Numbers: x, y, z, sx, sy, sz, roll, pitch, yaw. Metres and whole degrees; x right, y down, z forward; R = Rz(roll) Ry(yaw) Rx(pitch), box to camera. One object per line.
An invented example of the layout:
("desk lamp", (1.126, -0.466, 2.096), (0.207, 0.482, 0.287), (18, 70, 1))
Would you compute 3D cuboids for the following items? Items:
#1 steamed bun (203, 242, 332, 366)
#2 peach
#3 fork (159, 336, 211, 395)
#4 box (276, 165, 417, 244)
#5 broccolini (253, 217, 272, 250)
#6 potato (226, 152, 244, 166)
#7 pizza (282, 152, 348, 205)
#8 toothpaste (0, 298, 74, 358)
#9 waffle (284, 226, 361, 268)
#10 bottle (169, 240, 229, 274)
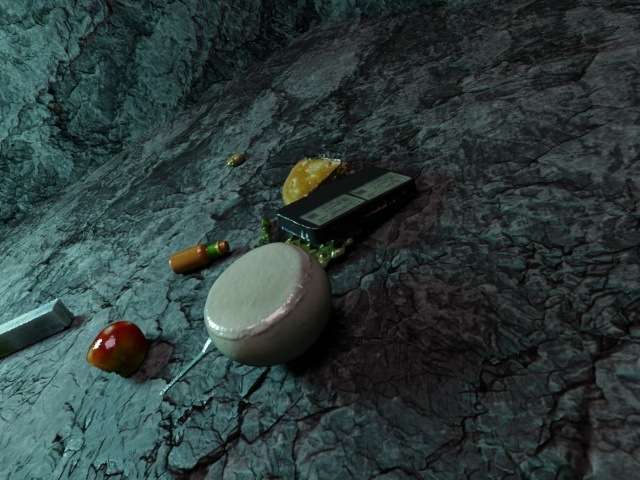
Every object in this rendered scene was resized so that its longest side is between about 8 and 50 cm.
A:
("steamed bun", (-0.099, 0.149, 1.078), (0.283, 0.177, 0.283), (-21, 36, 16))
("peach", (-0.516, 0.275, 1.294), (0.151, 0.151, 0.118), (30, 108, 54))
("fork", (-0.294, 0.276, 1.197), (0.235, 0.021, 0.039), (-43, 32, -23))
("box", (0.071, -0.102, 1.350), (0.350, 0.058, 0.211), (-27, 30, -24))
("broccolini", (-0.168, -0.006, 1.487), (0.067, 0.058, 0.216), (6, 23, -11))
("potato", (-0.352, -0.331, 2.072), (0.083, 0.040, 0.051), (-30, 55, -13))
("pizza", (-0.010, -0.181, 1.563), (0.229, 0.081, 0.289), (-26, 32, 16))
("toothpaste", (-0.956, 0.292, 1.616), (0.313, 0.089, 0.071), (-24, 27, 8))
("waffle", (-0.001, -0.002, 1.333), (0.204, 0.054, 0.223), (-37, 32, -14))
("bottle", (-0.366, 0.046, 1.533), (0.187, 0.069, 0.069), (-18, 33, 13))
